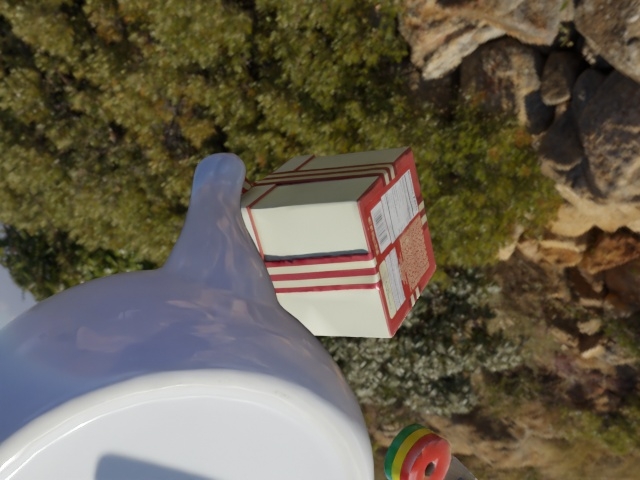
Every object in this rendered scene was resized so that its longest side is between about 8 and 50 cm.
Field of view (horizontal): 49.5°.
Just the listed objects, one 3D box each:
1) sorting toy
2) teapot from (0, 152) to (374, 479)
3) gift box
[{"bbox_3d":[0.107,0.259,0.544,0.046,0.132,0.274,21,158,46],"label":"sorting toy"},{"bbox_3d":[-0.104,0.122,0.407,0.187,0.255,0.253,45,158,60],"label":"teapot"},{"bbox_3d":[0.000,0.000,1.066,0.258,0.276,0.255,-2,110,31],"label":"gift box"}]
